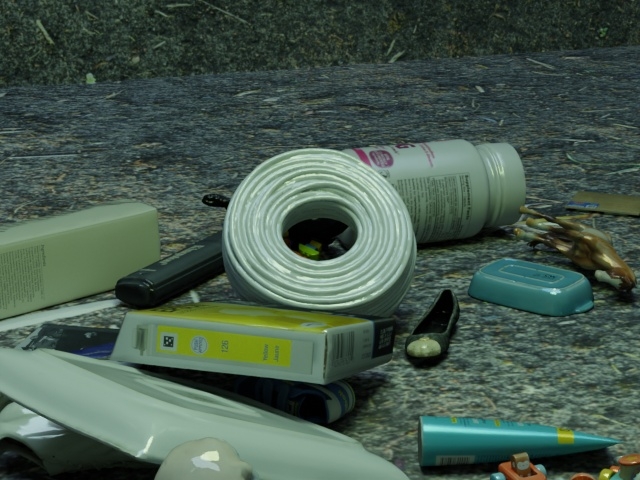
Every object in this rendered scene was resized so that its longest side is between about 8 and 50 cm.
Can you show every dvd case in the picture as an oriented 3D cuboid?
[{"bbox_3d":[-0.304,0.159,1.635,0.179,0.030,0.239,3,19,13],"label":"dvd case"}]

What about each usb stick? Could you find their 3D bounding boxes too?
[{"bbox_3d":[-0.194,0.037,1.983,0.077,0.045,0.278,10,21,29],"label":"usb stick"}]

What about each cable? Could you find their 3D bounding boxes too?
[{"bbox_3d":[0.000,0.000,1.750,0.257,0.089,0.257,17,57,7],"label":"cable"}]

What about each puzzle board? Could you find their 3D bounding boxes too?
[{"bbox_3d":[0.493,-0.062,2.309,0.128,0.011,0.096,6,20,24],"label":"puzzle board"}]

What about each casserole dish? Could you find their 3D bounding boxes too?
[{"bbox_3d":[0.296,0.062,1.892,0.188,0.037,0.114,14,24,37],"label":"casserole dish"}]

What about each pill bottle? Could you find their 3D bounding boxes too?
[{"bbox_3d":[0.169,-0.077,2.129,0.283,0.160,0.160,-6,18,-17],"label":"pill bottle"}]

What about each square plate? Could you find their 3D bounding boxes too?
[{"bbox_3d":[-0.126,0.170,1.293,0.347,0.049,0.344,19,-4,-41],"label":"square plate"}]

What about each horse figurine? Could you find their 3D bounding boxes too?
[{"bbox_3d":[0.370,0.007,1.968,0.174,0.066,0.263,21,6,2],"label":"horse figurine"}]

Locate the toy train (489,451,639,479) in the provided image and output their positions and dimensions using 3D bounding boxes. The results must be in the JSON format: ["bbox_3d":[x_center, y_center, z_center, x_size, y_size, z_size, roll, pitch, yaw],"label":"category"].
[{"bbox_3d":[0.261,0.231,1.347,0.166,0.046,0.125,-7,19,-16],"label":"toy train"}]

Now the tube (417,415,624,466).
[{"bbox_3d":[0.206,0.211,1.412,0.207,0.052,0.080,1,0,-2],"label":"tube"}]

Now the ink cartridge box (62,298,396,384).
[{"bbox_3d":[-0.097,0.105,1.521,0.307,0.072,0.303,7,3,16],"label":"ink cartridge box"}]

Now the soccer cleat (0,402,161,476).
[{"bbox_3d":[-0.249,0.218,1.410,0.196,0.068,0.076,11,52,11],"label":"soccer cleat"}]

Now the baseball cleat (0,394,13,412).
[{"bbox_3d":[-0.412,0.186,1.427,0.072,0.109,0.206,19,28,36],"label":"baseball cleat"}]

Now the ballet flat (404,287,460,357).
[{"bbox_3d":[0.142,0.110,1.729,0.057,0.049,0.173,3,18,14],"label":"ballet flat"}]

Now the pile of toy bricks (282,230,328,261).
[{"bbox_3d":[-0.029,0.066,1.831,0.212,0.118,0.105,24,55,21],"label":"pile of toy bricks"}]

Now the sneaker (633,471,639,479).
[{"bbox_3d":[0.356,0.258,1.196,0.092,0.087,0.228,-14,20,-30],"label":"sneaker"}]

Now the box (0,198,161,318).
[{"bbox_3d":[-0.368,0.022,1.937,0.275,0.113,0.094,-14,20,-38],"label":"box"}]

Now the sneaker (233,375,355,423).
[{"bbox_3d":[-0.036,0.177,1.528,0.144,0.053,0.059,4,21,20],"label":"sneaker"}]

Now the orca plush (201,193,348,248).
[{"bbox_3d":[-0.079,-0.027,2.095,0.287,0.151,0.102,15,55,34],"label":"orca plush"}]

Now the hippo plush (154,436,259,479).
[{"bbox_3d":[-0.029,0.304,0.978,0.236,0.234,0.294,22,-19,13],"label":"hippo plush"}]
